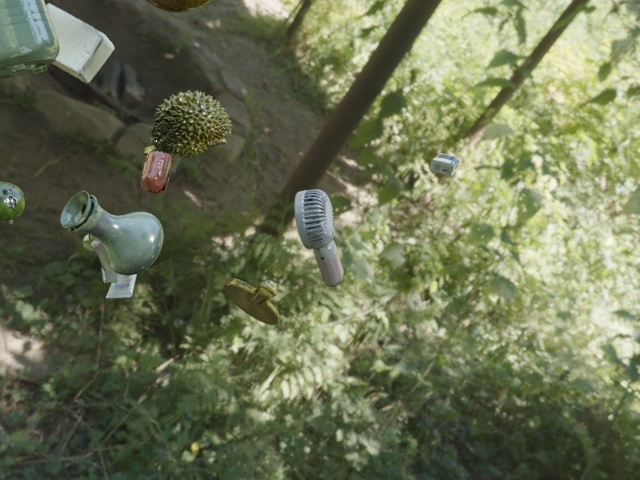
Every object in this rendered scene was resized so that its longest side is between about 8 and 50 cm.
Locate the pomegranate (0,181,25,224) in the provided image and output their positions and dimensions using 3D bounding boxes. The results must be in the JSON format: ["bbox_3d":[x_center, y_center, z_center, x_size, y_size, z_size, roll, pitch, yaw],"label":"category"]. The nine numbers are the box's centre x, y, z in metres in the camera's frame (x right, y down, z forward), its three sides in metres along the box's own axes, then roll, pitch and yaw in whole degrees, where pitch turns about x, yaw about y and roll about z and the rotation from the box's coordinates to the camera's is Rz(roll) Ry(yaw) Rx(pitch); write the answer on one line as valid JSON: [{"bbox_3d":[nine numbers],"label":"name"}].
[{"bbox_3d":[-0.933,-0.104,1.887,0.122,0.161,0.122,8,58,-12],"label":"pomegranate"}]

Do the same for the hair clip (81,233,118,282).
[{"bbox_3d":[-0.660,0.038,2.008,0.159,0.218,0.071,-2,45,0],"label":"hair clip"}]

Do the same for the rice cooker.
[{"bbox_3d":[-0.618,-0.414,1.174,0.226,0.226,0.244,-64,142,-67],"label":"rice cooker"}]

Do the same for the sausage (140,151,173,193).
[{"bbox_3d":[-0.454,-0.194,1.771,0.076,0.076,0.141,20,69,-33],"label":"sausage"}]

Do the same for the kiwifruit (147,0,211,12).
[{"bbox_3d":[-0.246,-0.491,1.025,0.234,0.196,0.196,56,24,-2],"label":"kiwifruit"}]

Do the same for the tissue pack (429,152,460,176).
[{"bbox_3d":[0.325,-0.199,1.673,0.062,0.042,0.083,16,24,20],"label":"tissue pack"}]

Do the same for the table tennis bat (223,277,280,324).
[{"bbox_3d":[-0.187,0.171,1.847,0.198,0.321,0.050,40,65,-5],"label":"table tennis bat"}]

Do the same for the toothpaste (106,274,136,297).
[{"bbox_3d":[-0.717,0.082,2.408,0.100,0.066,0.323,-2,51,9],"label":"toothpaste"}]

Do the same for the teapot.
[{"bbox_3d":[-0.545,-0.023,1.684,0.251,0.183,0.183,38,15,-46],"label":"teapot"}]

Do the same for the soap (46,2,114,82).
[{"bbox_3d":[-0.614,-0.481,1.559,0.183,0.121,0.064,31,-10,7],"label":"soap"}]

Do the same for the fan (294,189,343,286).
[{"bbox_3d":[0.000,0.000,1.437,0.130,0.074,0.244,-77,154,-57],"label":"fan"}]

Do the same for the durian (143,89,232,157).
[{"bbox_3d":[-0.300,-0.249,1.388,0.146,0.208,0.102,58,-11,-2],"label":"durian"}]
